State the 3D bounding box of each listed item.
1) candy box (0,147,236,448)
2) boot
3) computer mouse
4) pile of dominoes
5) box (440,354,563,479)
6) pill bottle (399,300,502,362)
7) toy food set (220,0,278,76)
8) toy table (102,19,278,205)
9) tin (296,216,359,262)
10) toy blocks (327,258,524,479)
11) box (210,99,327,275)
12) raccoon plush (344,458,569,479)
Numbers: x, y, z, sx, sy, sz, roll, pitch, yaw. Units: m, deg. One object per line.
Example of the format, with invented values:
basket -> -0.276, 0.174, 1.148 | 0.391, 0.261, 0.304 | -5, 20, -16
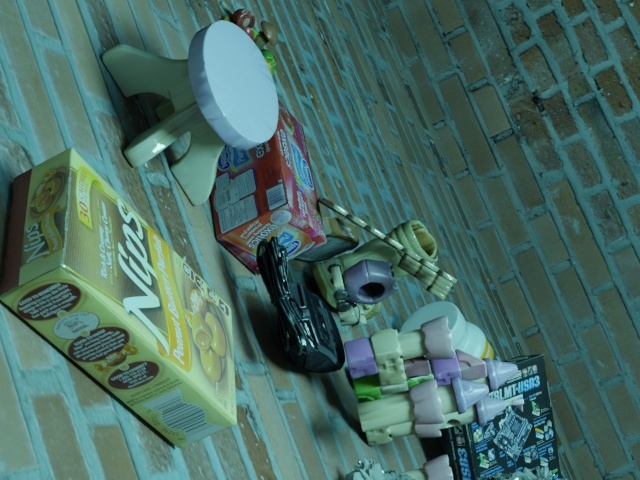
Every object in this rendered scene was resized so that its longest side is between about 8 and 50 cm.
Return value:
candy box -> -0.213, 0.069, 1.376 | 0.316, 0.088, 0.183 | 50, 22, -40
boot -> 0.114, 0.054, 2.177 | 0.095, 0.203, 0.262 | 66, 11, 23
computer mouse -> -0.035, 0.122, 1.834 | 0.272, 0.072, 0.188 | 51, 20, -63
pile of dominoes -> 0.094, 0.011, 1.949 | 0.251, 0.040, 0.196 | 31, 1, 1
box -> 0.340, 0.381, 2.328 | 0.296, 0.073, 0.293 | -10, 89, -50
pill bottle -> 0.275, 0.260, 2.449 | 0.278, 0.162, 0.162 | 55, 19, -30
toy food set -> -0.122, -0.369, 2.320 | 0.128, 0.071, 0.217 | 48, 23, -43
toy table -> -0.173, -0.188, 1.748 | 0.252, 0.161, 0.274 | 63, 17, -6
tin -> 0.000, 0.000, 2.089 | 0.190, 0.106, 0.040 | 17, 50, -67
toy blocks -> 0.179, 0.203, 1.946 | 0.288, 0.260, 0.309 | 75, 2, -49
box -> -0.090, -0.094, 1.915 | 0.122, 0.128, 0.256 | 46, 24, -47
raccoon plush -> 0.239, 0.471, 1.930 | 0.446, 0.299, 0.216 | 27, 54, 8
